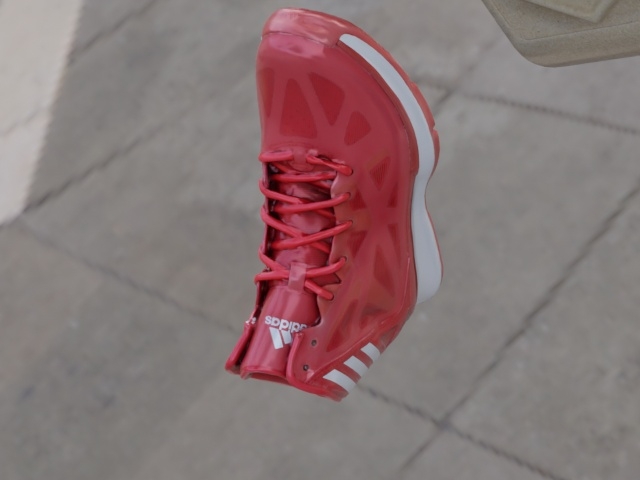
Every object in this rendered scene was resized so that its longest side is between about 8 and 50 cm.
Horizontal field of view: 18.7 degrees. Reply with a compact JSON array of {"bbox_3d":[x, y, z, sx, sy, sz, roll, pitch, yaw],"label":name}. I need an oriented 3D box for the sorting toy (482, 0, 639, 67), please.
[{"bbox_3d":[0.071,-0.151,0.810,0.307,0.229,0.041,-3,46,53],"label":"sorting toy"}]

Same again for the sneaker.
[{"bbox_3d":[0.000,0.000,0.961,0.087,0.221,0.128,10,53,29],"label":"sneaker"}]
